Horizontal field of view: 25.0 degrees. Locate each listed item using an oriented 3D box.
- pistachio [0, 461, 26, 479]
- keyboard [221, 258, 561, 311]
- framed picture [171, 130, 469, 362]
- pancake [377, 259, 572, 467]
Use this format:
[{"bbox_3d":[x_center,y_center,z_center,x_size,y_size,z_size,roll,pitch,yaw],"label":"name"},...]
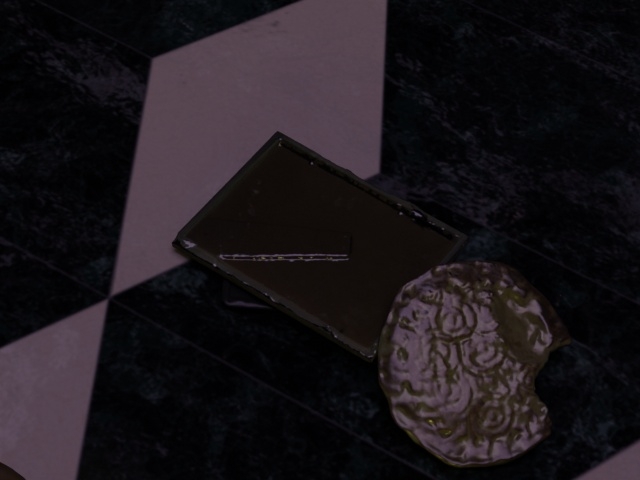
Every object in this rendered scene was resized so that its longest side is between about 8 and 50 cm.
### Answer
[{"bbox_3d":[-0.356,0.268,1.373,0.226,0.136,0.136,10,53,8],"label":"pistachio"},{"bbox_3d":[0.080,0.051,1.644,0.381,0.041,0.103,2,54,3],"label":"keyboard"},{"bbox_3d":[0.000,0.000,1.645,0.281,0.019,0.209,31,60,22],"label":"framed picture"},{"bbox_3d":[0.165,0.129,1.555,0.212,0.029,0.235,24,69,0],"label":"pancake"}]
